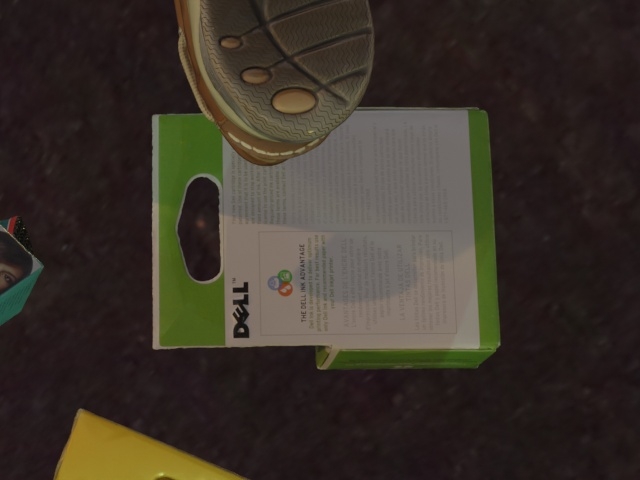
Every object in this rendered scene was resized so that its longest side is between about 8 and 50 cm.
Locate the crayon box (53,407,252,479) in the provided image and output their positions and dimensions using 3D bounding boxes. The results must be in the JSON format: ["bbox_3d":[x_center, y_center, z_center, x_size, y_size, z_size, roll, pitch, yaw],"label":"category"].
[{"bbox_3d":[-0.094,0.265,1.007,0.202,0.319,0.081,23,18,5],"label":"crayon box"}]

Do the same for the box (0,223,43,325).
[{"bbox_3d":[-0.313,0.057,1.151,0.100,0.060,0.244,43,44,6],"label":"box"}]

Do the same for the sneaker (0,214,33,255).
[{"bbox_3d":[-0.321,0.032,1.540,0.161,0.075,0.057,-80,158,-59],"label":"sneaker"}]

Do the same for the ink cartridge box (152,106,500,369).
[{"bbox_3d":[0.000,0.000,1.264,0.255,0.097,0.189,0,76,-5],"label":"ink cartridge box"}]

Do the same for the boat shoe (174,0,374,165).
[{"bbox_3d":[-0.047,-0.193,0.960,0.123,0.116,0.325,1,70,-13],"label":"boat shoe"}]
